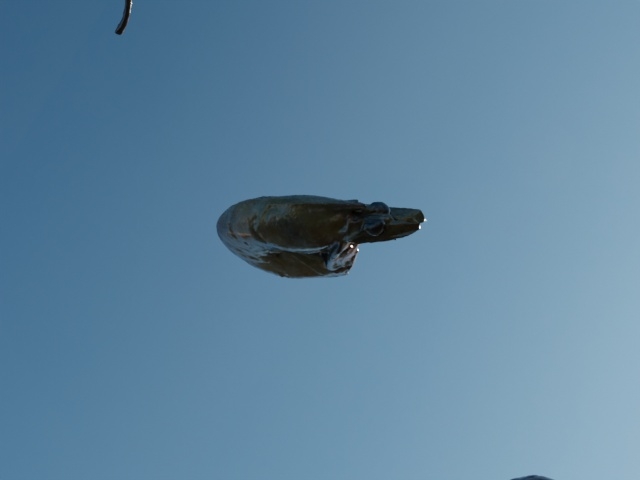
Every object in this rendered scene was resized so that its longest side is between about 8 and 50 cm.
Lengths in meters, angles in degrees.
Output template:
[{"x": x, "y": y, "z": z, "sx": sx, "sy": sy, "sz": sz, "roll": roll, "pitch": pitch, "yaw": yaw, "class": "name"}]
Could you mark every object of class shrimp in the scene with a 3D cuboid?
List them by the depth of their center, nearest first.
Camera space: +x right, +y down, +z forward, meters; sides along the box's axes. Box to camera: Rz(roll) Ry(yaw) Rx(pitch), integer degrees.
[{"x": 0.000, "y": 0.000, "z": 1.165, "sx": 0.317, "sy": 0.077, "sz": 0.168, "roll": -1, "pitch": -31, "yaw": 37, "class": "shrimp"}]

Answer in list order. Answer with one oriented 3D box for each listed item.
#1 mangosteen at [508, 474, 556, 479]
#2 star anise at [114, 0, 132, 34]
[{"x": 0.227, "y": 0.424, "z": 1.005, "sx": 0.297, "sy": 0.313, "sz": 0.297, "roll": -4, "pitch": -17, "yaw": -1, "class": "mangosteen"}, {"x": -0.279, "y": -0.431, "z": 1.364, "sx": 0.234, "sy": 0.073, "sz": 0.177, "roll": -42, "pitch": -35, "yaw": 10, "class": "star anise"}]
